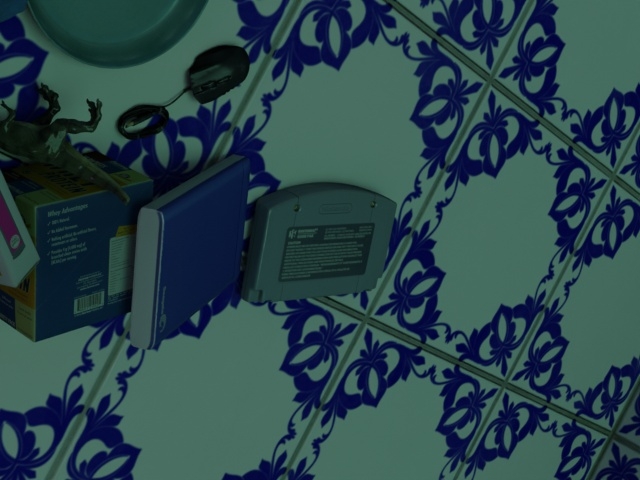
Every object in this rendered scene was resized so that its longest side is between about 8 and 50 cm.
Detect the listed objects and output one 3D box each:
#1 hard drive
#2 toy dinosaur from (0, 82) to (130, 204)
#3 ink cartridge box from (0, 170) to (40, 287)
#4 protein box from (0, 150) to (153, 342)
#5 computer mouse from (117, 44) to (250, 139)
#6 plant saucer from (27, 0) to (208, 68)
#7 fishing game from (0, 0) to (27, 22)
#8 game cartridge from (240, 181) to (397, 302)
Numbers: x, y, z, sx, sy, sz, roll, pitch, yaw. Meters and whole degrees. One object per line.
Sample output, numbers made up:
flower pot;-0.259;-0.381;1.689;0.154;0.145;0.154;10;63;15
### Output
hard drive;-0.190;0.009;1.917;0.318;0.040;0.210;-42;142;-64
toy dinosaur;-0.360;-0.147;1.728;0.064;0.268;0.118;118;-4;-65
ink cartridge box;-0.487;-0.105;1.575;0.069;0.175;0.371;-57;145;-37
protein box;-0.354;0.004;1.792;0.199;0.136;0.201;-18;122;-42
computer mouse;-0.198;-0.218;1.914;0.242;0.041;0.071;-38;131;-22
plant saucer;-0.277;-0.396;1.756;0.317;0.043;0.318;-20;123;-35
fishing game;-0.427;-0.296;1.584;0.264;0.041;0.189;-34;175;8
game cartridge;0.000;0.000;2.191;0.297;0.062;0.198;-3;107;-41
